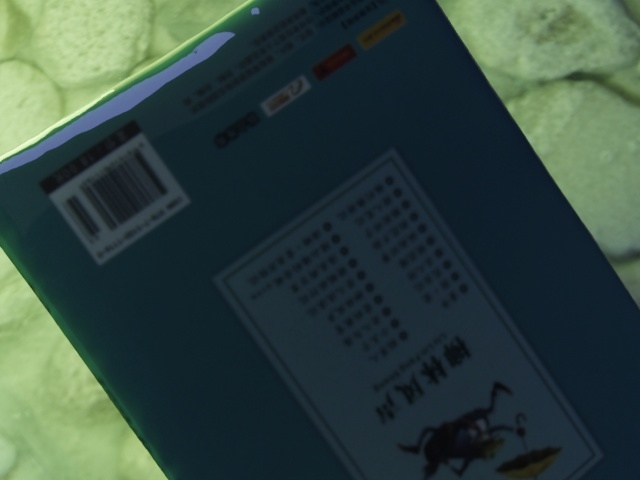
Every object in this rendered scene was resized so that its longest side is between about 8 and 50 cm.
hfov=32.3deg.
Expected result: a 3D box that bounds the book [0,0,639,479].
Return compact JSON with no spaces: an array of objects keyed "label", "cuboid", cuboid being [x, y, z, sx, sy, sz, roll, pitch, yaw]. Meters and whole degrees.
[{"label":"book","cuboid":[0.034,0.056,0.574,0.264,0.031,0.379,-35,96,-13]}]
